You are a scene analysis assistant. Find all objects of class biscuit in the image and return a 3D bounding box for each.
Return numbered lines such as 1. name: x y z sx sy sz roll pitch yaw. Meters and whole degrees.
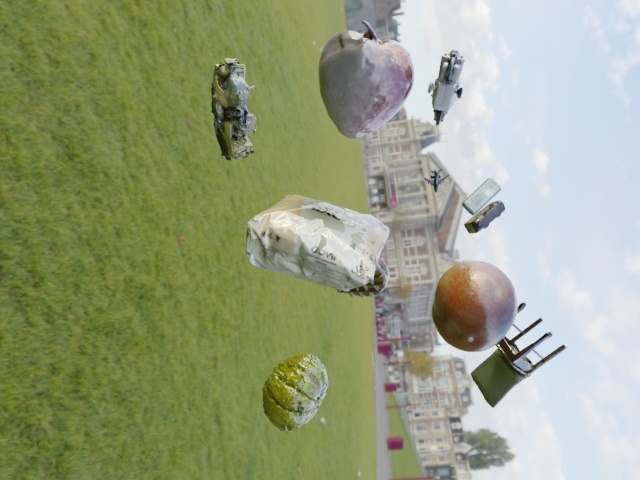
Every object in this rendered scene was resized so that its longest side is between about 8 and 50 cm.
1. biscuit: 0.142 0.136 2.118 0.332 0.331 0.103 74 31 -50

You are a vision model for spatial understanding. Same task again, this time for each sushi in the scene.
1. sushi: -0.250 -0.394 1.454 0.139 0.131 0.291 -28 117 -52

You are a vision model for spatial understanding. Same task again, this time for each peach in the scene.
1. peach: 0.435 0.191 1.367 0.252 0.252 0.253 -7 90 -83

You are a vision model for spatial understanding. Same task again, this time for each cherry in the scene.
1. cherry: 0.134 -0.537 1.612 0.326 0.335 0.291 41 27 -4

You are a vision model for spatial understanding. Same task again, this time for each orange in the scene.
1. orange: -0.098 0.571 1.859 0.301 0.223 0.300 -49 158 -37

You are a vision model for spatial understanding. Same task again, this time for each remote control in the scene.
1. remote control: 0.462 -0.126 1.378 0.053 0.124 0.018 46 -10 7

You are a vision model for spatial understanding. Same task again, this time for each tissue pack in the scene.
1. tissue pack: 0.000 0.000 1.411 0.390 0.375 0.195 -58 163 -65

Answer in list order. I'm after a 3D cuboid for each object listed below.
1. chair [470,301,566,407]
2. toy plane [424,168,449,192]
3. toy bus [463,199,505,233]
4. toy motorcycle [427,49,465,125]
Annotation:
1. chair: 0.605 0.376 1.565 0.186 0.319 0.160 34 19 -39
2. toy plane: 0.367 -0.189 1.525 0.031 0.078 0.083 -88 172 -48
3. toy bus: 0.620 -0.089 1.816 0.057 0.172 0.072 58 -24 -8
4. toy motorcycle: 0.425 -0.524 1.627 0.260 0.110 0.171 87 19 -56
